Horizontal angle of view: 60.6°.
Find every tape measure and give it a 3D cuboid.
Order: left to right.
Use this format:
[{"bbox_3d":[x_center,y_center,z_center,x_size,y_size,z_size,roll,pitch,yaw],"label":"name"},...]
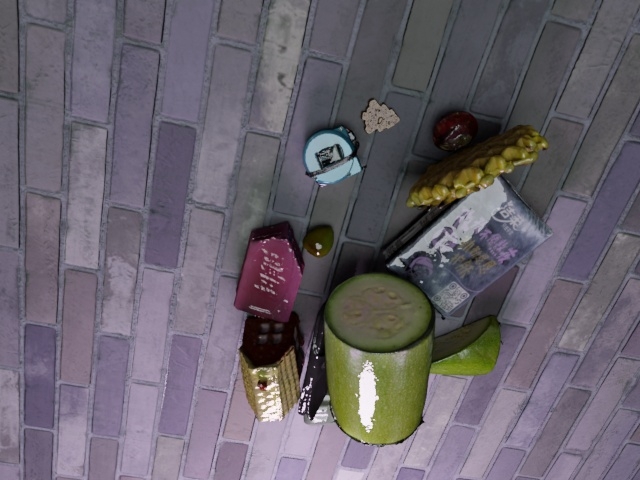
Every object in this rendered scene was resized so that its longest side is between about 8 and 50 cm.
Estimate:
[{"bbox_3d":[0.024,-0.200,1.285,0.146,0.081,0.125,-23,105,9],"label":"tape measure"}]

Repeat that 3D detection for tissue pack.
[{"bbox_3d":[0.367,0.008,1.384,0.259,0.122,0.361,40,107,-21],"label":"tissue pack"}]

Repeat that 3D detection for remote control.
[{"bbox_3d":[0.115,0.504,1.651,0.335,0.065,0.128,-1,119,-1],"label":"remote control"}]

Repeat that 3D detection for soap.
[{"bbox_3d":[-0.126,0.073,1.411,0.162,0.099,0.250,15,115,-2],"label":"soap"}]

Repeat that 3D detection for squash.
[{"bbox_3d":[0.141,0.307,1.360,0.263,0.263,0.384,-3,129,0],"label":"squash"},{"bbox_3d":[0.345,0.306,1.538,0.288,0.111,0.203,8,115,-4],"label":"squash"}]

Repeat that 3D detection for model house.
[{"bbox_3d":[-0.134,0.343,1.458,0.160,0.254,0.196,-1,117,5],"label":"model house"}]

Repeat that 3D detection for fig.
[{"bbox_3d":[0.000,0.000,1.393,0.088,0.074,0.074,-45,112,-5],"label":"fig"}]

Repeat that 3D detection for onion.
[{"bbox_3d":[0.309,-0.253,1.265,0.107,0.097,0.107,-19,158,-8],"label":"onion"}]

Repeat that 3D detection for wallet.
[{"bbox_3d":[0.013,0.294,1.475,0.051,0.197,0.378,17,116,15],"label":"wallet"}]

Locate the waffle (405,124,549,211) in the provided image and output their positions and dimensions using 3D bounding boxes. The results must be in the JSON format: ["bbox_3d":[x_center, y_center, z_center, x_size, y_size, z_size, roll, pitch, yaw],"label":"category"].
[{"bbox_3d":[0.337,-0.164,1.197,0.329,0.329,0.062,-29,100,12],"label":"waffle"}]

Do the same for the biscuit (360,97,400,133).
[{"bbox_3d":[0.140,-0.288,1.280,0.092,0.016,0.082,2,112,-4],"label":"biscuit"}]
